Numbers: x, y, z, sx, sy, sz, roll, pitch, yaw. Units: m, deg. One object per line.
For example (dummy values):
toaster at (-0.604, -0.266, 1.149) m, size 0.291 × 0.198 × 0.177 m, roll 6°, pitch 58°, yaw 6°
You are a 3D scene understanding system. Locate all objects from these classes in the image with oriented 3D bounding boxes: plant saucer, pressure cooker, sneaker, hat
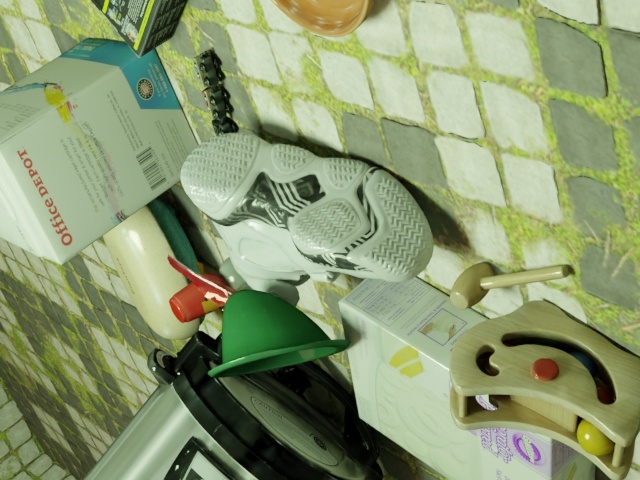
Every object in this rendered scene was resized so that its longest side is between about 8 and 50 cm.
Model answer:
plant saucer at (-0.012, -0.303, 1.211) m, size 0.200 × 0.037 × 0.200 m, roll 38°, pitch 150°, yaw 27°
pressure cooker at (-0.134, 0.355, 1.827) m, size 0.375 × 0.420 × 0.370 m, roll 44°, pitch -174°, yaw 36°
sneaker at (0.000, 0.000, 1.477) m, size 0.365 × 0.137 × 0.210 m, roll 22°, pitch 152°, yaw 34°
hat at (-0.082, 0.068, 1.504) m, size 0.173 × 0.208 × 0.184 m, roll 99°, pitch 158°, yaw -77°

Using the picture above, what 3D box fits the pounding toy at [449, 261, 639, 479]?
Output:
pounding toy at (0.221, 0.127, 1.252) m, size 0.269 × 0.154 × 0.155 m, roll 33°, pitch 148°, yaw 31°

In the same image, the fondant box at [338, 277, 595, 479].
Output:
fondant box at (0.181, 0.200, 1.475) m, size 0.330 × 0.096 × 0.238 m, roll 29°, pitch 146°, yaw 35°

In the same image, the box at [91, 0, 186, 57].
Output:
box at (-0.246, -0.378, 1.461) m, size 0.216 × 0.060 × 0.270 m, roll 49°, pitch 154°, yaw 4°

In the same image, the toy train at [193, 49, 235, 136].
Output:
toy train at (-0.139, -0.186, 1.572) m, size 0.036 × 0.027 × 0.158 m, roll 42°, pitch 155°, yaw 42°

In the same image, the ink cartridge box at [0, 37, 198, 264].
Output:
ink cartridge box at (-0.352, -0.134, 1.696) m, size 0.197 × 0.270 × 0.198 m, roll 17°, pitch 137°, yaw 49°

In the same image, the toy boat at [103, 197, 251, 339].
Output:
toy boat at (-0.216, 0.048, 1.885) m, size 0.318 × 0.148 × 0.267 m, roll 22°, pitch 137°, yaw 57°
